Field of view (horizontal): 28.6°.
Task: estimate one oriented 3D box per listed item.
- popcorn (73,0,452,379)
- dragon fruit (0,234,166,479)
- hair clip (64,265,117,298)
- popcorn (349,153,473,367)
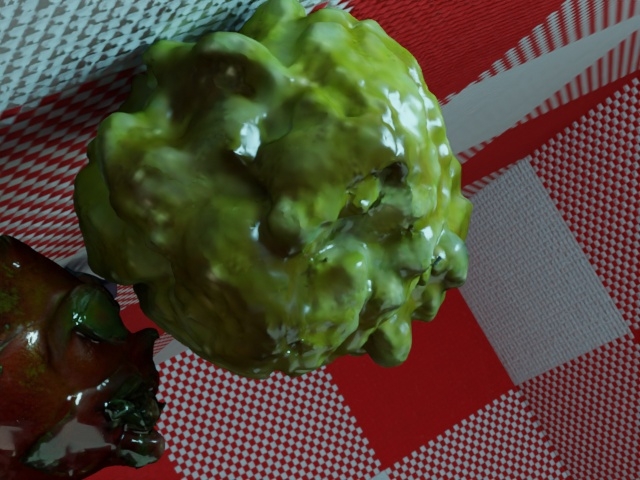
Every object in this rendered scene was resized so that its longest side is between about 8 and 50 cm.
[{"bbox_3d":[-0.032,-0.044,0.908,0.282,0.282,0.247,-29,171,-6],"label":"popcorn"},{"bbox_3d":[-0.229,0.069,0.831,0.200,0.269,0.198,-7,-133,26],"label":"dragon fruit"},{"bbox_3d":[-0.315,0.072,1.471,0.124,0.052,0.195,-13,173,-36],"label":"hair clip"},{"bbox_3d":[0.005,0.004,1.306,0.326,0.290,0.321,-49,170,1],"label":"popcorn"}]
